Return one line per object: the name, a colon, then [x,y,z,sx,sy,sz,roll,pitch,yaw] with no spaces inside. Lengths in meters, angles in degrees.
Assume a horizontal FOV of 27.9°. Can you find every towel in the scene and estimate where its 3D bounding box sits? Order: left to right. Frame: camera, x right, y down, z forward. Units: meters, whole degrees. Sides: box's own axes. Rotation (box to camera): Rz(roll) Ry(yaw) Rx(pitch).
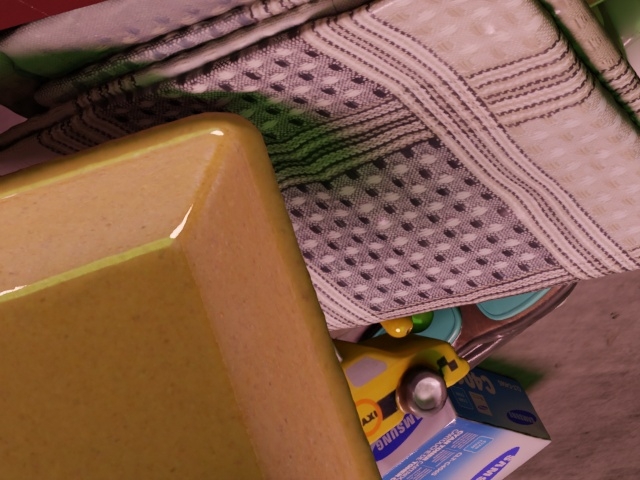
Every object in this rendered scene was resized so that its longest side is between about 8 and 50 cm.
towel: [0.011,-0.040,0.662,0.312,0.056,0.324,-12,145,33]

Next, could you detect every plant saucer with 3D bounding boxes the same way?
plant saucer: [-0.137,0.148,0.584,0.332,0.333,0.081,-19,173,-9]

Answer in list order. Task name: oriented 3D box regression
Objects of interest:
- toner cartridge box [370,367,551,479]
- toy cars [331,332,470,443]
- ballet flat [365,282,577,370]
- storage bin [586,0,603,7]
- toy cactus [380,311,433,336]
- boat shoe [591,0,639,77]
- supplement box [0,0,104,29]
toner cartridge box: [0.036,0.250,1.226,0.348,0.075,0.165,-43,143,23]
toy cars: [-0.085,0.144,0.956,0.393,0.176,0.087,-23,104,19]
ballet flat: [0.132,0.040,1.010,0.096,0.095,0.280,-5,152,-43]
storage bin: [0.092,-0.232,0.588,0.260,0.123,0.262,-27,145,3]
toy cactus: [0.000,0.000,0.879,0.180,0.112,0.219,-15,151,17]
boat shoe: [0.244,-0.088,0.884,0.103,0.113,0.302,-25,145,9]
supplement box: [-0.159,-0.167,0.444,0.194,0.129,0.191,-21,162,-23]
